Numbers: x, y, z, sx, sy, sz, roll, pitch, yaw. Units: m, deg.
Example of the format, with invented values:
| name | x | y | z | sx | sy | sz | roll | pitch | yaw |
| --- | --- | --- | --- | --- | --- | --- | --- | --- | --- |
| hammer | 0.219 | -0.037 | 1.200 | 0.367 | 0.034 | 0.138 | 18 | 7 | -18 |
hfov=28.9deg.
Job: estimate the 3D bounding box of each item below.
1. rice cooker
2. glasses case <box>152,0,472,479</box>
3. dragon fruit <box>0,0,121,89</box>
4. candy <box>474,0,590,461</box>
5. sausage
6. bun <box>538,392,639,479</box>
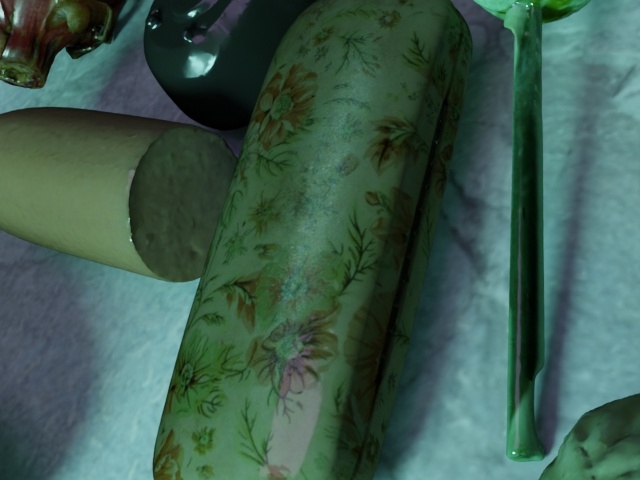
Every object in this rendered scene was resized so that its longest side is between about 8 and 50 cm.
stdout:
| name | x | y | z | sx | sy | sz | roll | pitch | yaw |
| --- | --- | --- | --- | --- | --- | --- | --- | --- | --- |
| rice cooker | -0.058 | -0.191 | 1.014 | 0.142 | 0.118 | 0.203 | 22 | 78 | 44 |
| glasses case | 0.000 | 0.000 | 0.851 | 0.156 | 0.098 | 0.425 | -6 | 58 | 38 |
| dragon fruit | -0.284 | -0.309 | 1.189 | 0.250 | 0.250 | 0.315 | 4 | 56 | 39 |
| candy | 0.133 | -0.073 | 0.814 | 0.119 | 0.119 | 0.440 | -9 | 63 | 33 |
| sausage | -0.188 | -0.045 | 1.012 | 0.253 | 0.123 | 0.123 | 10 | 68 | 42 |
| bun | 0.174 | 0.157 | 0.599 | 0.195 | 0.118 | 0.195 | -23 | 46 | 26 |
